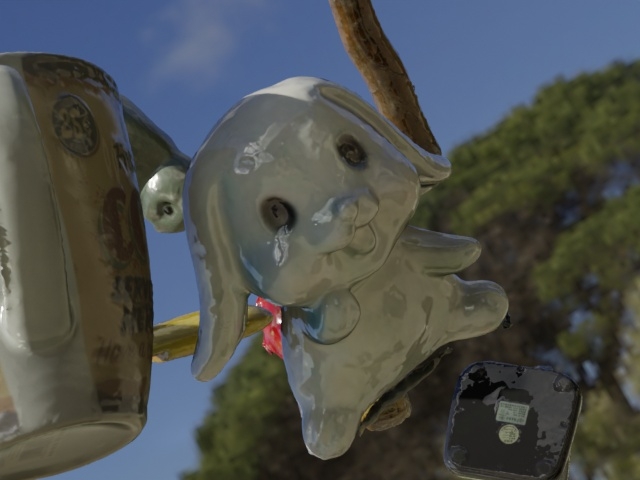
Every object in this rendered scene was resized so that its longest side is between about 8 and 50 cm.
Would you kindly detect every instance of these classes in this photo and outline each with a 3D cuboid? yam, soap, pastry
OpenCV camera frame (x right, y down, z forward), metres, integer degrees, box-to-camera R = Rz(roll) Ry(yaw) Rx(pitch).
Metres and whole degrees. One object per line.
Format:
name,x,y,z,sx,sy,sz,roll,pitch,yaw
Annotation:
yam,0.071,-0.191,1.965,0.057,0.241,0.057,-24,16,7
soap,-0.122,0.084,1.515,0.168,0.033,0.089,-14,4,-25
pastry,0.064,0.162,1.947,0.057,0.097,0.109,-18,18,3

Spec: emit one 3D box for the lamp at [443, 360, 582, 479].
lamp,0.151,0.230,1.655,0.283,0.203,0.124,80,-155,-46

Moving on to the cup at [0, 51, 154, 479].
cup,-0.206,0.014,1.173,0.227,0.257,0.301,-15,-19,-18

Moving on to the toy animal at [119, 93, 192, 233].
toy animal,-0.179,-0.069,1.872,0.108,0.236,0.138,-54,-13,-7

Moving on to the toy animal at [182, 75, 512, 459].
toy animal,0.013,0.002,1.335,0.249,0.174,0.289,-22,-50,-32

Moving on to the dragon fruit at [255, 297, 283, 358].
dragon fruit,-0.026,0.084,2.150,0.153,0.153,0.111,-32,-23,13
